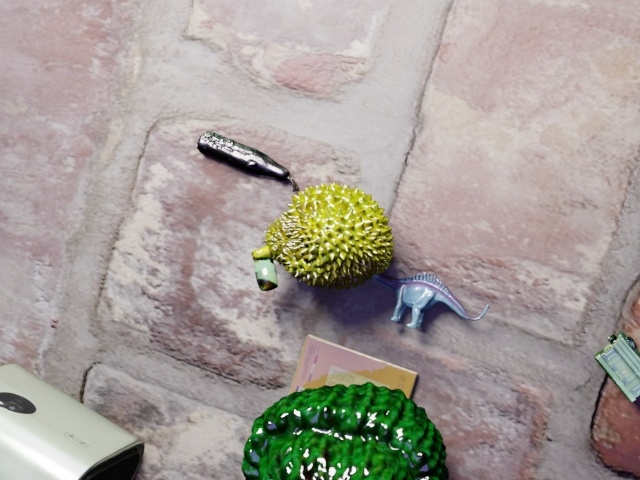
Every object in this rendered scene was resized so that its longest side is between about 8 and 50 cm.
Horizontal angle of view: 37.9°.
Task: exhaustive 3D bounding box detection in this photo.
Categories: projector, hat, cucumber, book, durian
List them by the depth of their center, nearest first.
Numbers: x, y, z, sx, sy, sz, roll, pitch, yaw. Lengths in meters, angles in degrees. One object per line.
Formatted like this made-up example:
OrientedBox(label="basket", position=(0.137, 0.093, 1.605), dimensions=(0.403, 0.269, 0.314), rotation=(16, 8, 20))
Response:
OrientedBox(label="hat", position=(0.013, 0.319, 1.191), dimensions=(0.274, 0.332, 0.242), rotation=(-24, 94, 16))
OrientedBox(label="durian", position=(0.012, -0.004, 1.292), dimensions=(0.198, 0.159, 0.146), rotation=(-11, 76, 46))
OrientedBox(label="projector", position=(-0.441, 0.353, 1.351), dimensions=(0.249, 0.248, 0.248), rotation=(28, 97, 11))
OrientedBox(label="book", position=(0.043, 0.219, 1.355), dimensions=(0.172, 0.012, 0.118), rotation=(19, 95, 13))
OrientedBox(label="cucumber", position=(-0.105, -0.117, 1.375), dimensions=(0.163, 0.039, 0.043), rotation=(21, 116, 14))

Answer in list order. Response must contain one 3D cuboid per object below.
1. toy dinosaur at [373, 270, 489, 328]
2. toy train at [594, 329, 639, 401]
OrientedBox(label="toy dinosaur", position=(0.139, 0.083, 1.314), dimensions=(0.197, 0.045, 0.080), rotation=(16, 90, 22))
OrientedBox(label="toy train", position=(0.415, 0.170, 1.255), dimensions=(0.056, 0.038, 0.093), rotation=(-40, 82, 17))
